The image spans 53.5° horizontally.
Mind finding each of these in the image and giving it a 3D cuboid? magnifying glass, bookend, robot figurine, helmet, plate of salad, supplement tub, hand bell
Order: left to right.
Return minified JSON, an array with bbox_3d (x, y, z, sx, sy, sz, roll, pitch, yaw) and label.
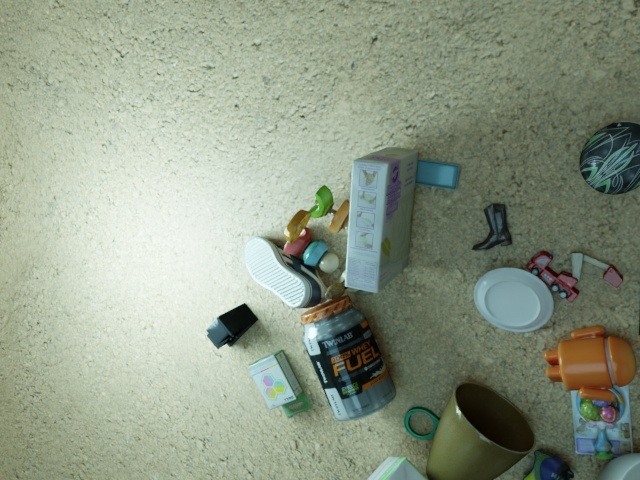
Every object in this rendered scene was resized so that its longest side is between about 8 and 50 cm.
[{"bbox_3d":[-0.299,0.286,1.979,0.072,0.157,0.156,49,115,9],"label":"bookend"},{"bbox_3d":[0.071,0.328,1.794,0.194,0.193,0.316,-23,91,27],"label":"supplement tub"},{"bbox_3d":[0.069,0.121,1.724,0.126,0.242,0.126,6,104,24],"label":"hand bell"},{"bbox_3d":[0.348,0.540,1.803,0.231,0.026,0.092,13,102,20],"label":"magnifying glass"},{"bbox_3d":[0.497,0.150,1.636,0.200,0.048,0.199,15,126,21],"label":"plate of salad"},{"bbox_3d":[0.665,0.301,1.548,0.219,0.158,0.128,-12,112,26],"label":"robot figurine"},{"bbox_3d":[0.669,-0.184,1.424,0.169,0.161,0.169,5,103,24],"label":"helmet"}]

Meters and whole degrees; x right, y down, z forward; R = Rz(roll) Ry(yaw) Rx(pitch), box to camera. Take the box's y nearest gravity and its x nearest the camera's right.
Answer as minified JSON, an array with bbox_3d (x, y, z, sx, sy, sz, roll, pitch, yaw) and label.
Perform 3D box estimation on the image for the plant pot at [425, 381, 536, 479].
[{"bbox_3d":[0.392,0.548,1.668,0.237,0.237,0.254,34,114,15],"label":"plant pot"}]

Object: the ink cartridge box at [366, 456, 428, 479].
[{"bbox_3d":[0.242,0.717,1.778,0.207,0.353,0.119,44,75,10],"label":"ink cartridge box"}]

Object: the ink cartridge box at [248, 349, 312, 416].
[{"bbox_3d":[-0.126,0.459,1.987,0.109,0.062,0.209,-28,89,26],"label":"ink cartridge box"}]

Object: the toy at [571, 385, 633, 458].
[{"bbox_3d":[0.705,0.438,1.598,0.137,0.056,0.237,-4,99,25],"label":"toy"}]

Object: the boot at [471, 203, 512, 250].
[{"bbox_3d":[0.431,-0.036,1.636,0.106,0.037,0.114,-14,98,14],"label":"boot"}]

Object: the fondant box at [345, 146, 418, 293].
[{"bbox_3d":[0.159,-0.059,1.633,0.096,0.238,0.330,10,109,24],"label":"fondant box"}]

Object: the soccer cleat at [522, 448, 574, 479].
[{"bbox_3d":[0.587,0.692,1.706,0.121,0.093,0.289,34,122,48],"label":"soccer cleat"}]

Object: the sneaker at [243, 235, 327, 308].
[{"bbox_3d":[-0.104,0.100,1.878,0.321,0.127,0.126,42,111,39],"label":"sneaker"}]

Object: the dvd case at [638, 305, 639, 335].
[{"bbox_3d":[0.882,0.145,1.473,0.253,0.022,0.180,2,102,25],"label":"dvd case"}]

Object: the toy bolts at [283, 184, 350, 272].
[{"bbox_3d":[0.000,0.000,1.769,0.158,0.218,0.228,35,131,8],"label":"toy bolts"}]

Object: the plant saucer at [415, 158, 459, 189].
[{"bbox_3d":[0.273,-0.182,1.691,0.192,0.018,0.067,12,106,23],"label":"plant saucer"}]

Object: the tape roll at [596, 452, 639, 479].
[{"bbox_3d":[0.785,0.625,1.480,0.246,0.169,0.246,-2,73,5],"label":"tape roll"}]

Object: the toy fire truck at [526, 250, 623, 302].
[{"bbox_3d":[0.624,0.076,1.565,0.192,0.047,0.135,41,114,13],"label":"toy fire truck"}]
